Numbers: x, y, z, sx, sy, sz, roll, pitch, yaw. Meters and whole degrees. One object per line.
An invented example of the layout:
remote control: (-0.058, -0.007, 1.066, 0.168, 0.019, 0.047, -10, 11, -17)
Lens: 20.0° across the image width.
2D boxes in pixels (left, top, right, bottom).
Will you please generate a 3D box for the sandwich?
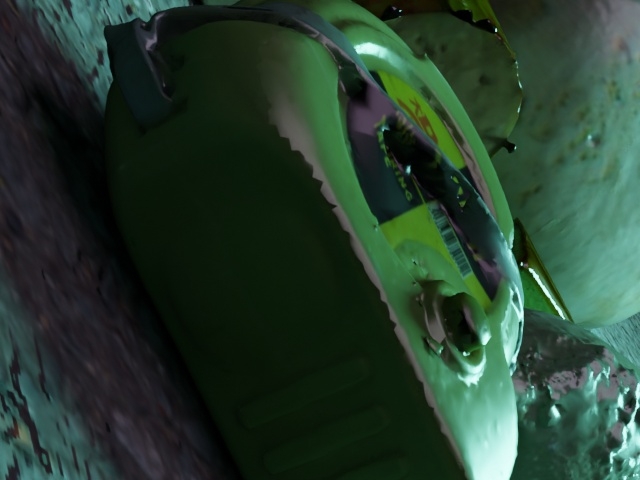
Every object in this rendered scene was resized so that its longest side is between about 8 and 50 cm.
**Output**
sandwich: (0.104, 0.059, 1.003, 0.116, 0.074, 0.074, 60, 11, -17)

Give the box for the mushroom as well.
mushroom: (0.133, -0.066, 1.152, 0.243, 0.243, 0.243, 58, 13, -22)

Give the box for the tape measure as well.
tape measure: (0.000, 0.000, 0.639, 0.200, 0.106, 0.175, 59, 27, -5)

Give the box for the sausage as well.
sausage: (0.019, -0.171, 1.041, 0.125, 0.117, 0.317, 96, -17, -44)

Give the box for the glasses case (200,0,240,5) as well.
glasses case: (-0.048, -0.177, 0.936, 0.083, 0.050, 0.196, 50, 17, -52)

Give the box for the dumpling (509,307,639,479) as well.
dumpling: (0.108, 0.077, 0.904, 0.219, 0.108, 0.152, 52, 17, -49)
